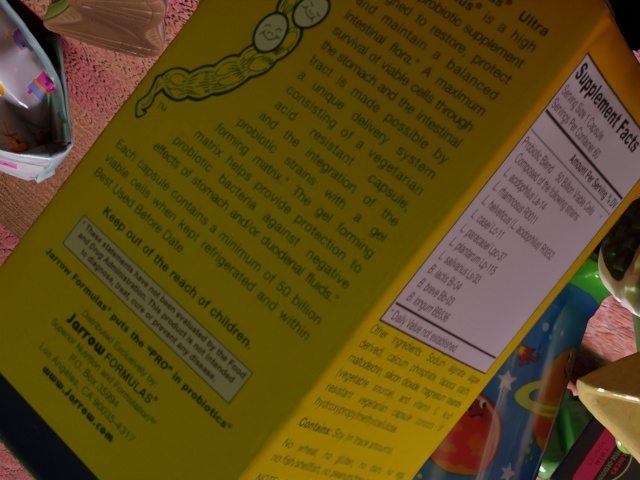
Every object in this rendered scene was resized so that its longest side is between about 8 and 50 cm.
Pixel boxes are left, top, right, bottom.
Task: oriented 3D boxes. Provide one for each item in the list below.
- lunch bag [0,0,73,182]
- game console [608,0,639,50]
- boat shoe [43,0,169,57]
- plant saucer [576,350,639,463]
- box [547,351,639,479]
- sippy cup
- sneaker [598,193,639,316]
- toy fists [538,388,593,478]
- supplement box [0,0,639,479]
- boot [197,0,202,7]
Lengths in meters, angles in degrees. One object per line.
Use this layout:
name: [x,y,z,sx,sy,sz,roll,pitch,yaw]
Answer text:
lunch bag: [-0.385,-0.180,1.600,0.262,0.160,0.223,46,163,-10]
game console: [0.135,-0.201,0.588,0.213,0.044,0.361,38,164,-6]
boat shoe: [-0.166,-0.216,1.169,0.105,0.089,0.285,14,174,-16]
plant saucer: [0.354,0.154,0.755,0.333,0.081,0.333,8,151,48]
box: [0.334,0.223,1.163,0.143,0.165,0.270,22,158,48]
sippy cup: [0.094,0.108,1.112,0.240,0.224,0.305,18,166,-22]
sneaker: [0.296,0.041,0.848,0.292,0.110,0.118,21,167,47]
toy fists: [0.171,0.184,1.349,0.279,0.096,0.142,1,177,-5]
supplement box: [0.000,0.000,0.772,0.195,0.356,0.194,40,-176,29]
boot: [0.042,-0.107,1.053,0.207,0.090,0.248,1,142,46]
